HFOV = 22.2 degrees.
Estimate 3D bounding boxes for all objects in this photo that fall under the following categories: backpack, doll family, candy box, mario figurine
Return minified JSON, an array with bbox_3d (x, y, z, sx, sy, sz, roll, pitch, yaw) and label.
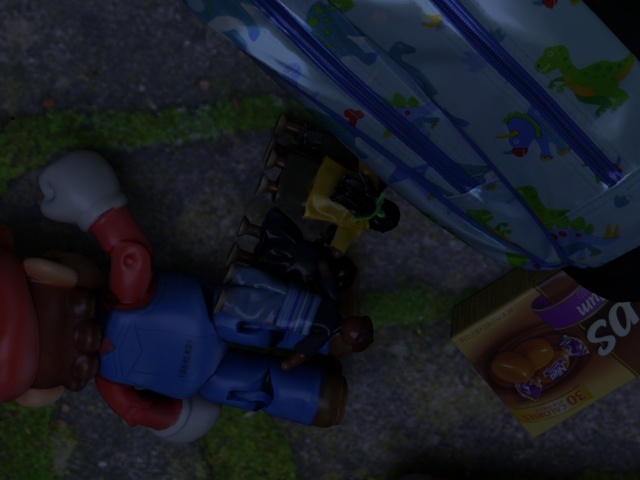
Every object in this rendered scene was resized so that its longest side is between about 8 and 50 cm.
[{"bbox_3d":[0.084,-0.153,0.964,0.273,0.290,0.355,-24,129,19],"label":"backpack"},{"bbox_3d":[0.000,0.000,1.151,0.111,0.076,0.193,21,83,-8],"label":"doll family"},{"bbox_3d":[0.203,0.053,1.212,0.187,0.053,0.109,-33,107,20],"label":"candy box"},{"bbox_3d":[-0.136,0.047,1.233,0.321,0.170,0.198,8,80,-9],"label":"mario figurine"}]

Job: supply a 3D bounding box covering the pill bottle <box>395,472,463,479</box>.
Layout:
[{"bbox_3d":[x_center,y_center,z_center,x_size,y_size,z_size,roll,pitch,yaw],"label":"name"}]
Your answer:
[{"bbox_3d":[0.196,0.291,1.252,0.323,0.181,0.181,10,115,2],"label":"pill bottle"}]
